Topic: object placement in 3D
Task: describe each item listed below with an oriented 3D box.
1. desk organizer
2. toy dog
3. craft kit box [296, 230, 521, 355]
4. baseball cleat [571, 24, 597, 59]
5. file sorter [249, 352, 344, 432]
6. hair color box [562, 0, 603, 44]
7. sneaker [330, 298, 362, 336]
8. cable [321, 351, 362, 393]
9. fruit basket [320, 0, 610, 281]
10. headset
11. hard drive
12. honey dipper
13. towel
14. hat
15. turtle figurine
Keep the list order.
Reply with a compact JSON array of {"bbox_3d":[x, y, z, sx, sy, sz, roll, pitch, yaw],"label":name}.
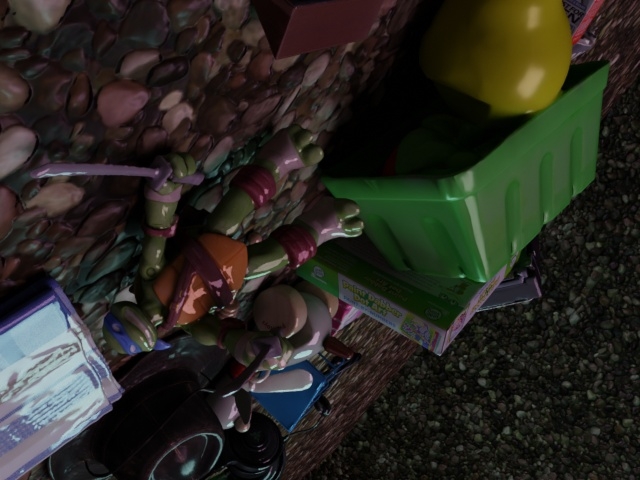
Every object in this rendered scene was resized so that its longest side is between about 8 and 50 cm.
[{"bbox_3d":[-0.002,-0.198,0.546,0.130,0.047,0.050,-29,156,-44],"label":"desk organizer"},{"bbox_3d":[-0.060,0.210,1.055,0.220,0.161,0.334,-30,154,-42],"label":"toy dog"},{"bbox_3d":[0.135,0.024,0.943,0.246,0.249,0.061,-35,143,-41],"label":"craft kit box"},{"bbox_3d":[0.440,-0.357,1.200,0.205,0.072,0.109,-26,166,-39],"label":"baseball cleat"},{"bbox_3d":[-0.045,0.278,1.302,0.104,0.118,0.170,-30,155,-52],"label":"file sorter"},{"bbox_3d":[0.380,-0.384,0.944,0.053,0.093,0.167,-32,155,-39],"label":"hair color box"},{"bbox_3d":[0.067,0.072,1.177,0.252,0.103,0.111,-47,167,19],"label":"sneaker"},{"bbox_3d":[0.048,0.379,1.815,0.184,0.047,0.151,-17,144,-58],"label":"cable"},{"bbox_3d":[0.194,-0.177,0.812,0.391,0.282,0.393,-4,96,-39],"label":"fruit basket"},{"bbox_3d":[-0.158,0.448,1.427,0.394,0.185,0.243,-26,153,-14],"label":"headset"},{"bbox_3d":[0.271,0.008,1.146,0.236,0.064,0.339,-16,-155,25],"label":"hard drive"},{"bbox_3d":[-0.108,0.051,0.843,0.030,0.030,0.161,-24,147,-50],"label":"honey dipper"},{"bbox_3d":[-0.307,0.160,0.612,0.209,0.034,0.285,-37,157,-24],"label":"towel"},{"bbox_3d":[-0.216,0.283,0.905,0.331,0.134,0.331,-42,161,-19],"label":"hat"},{"bbox_3d":[-0.069,0.008,0.580,0.266,0.197,0.275,-42,165,-28],"label":"turtle figurine"}]
